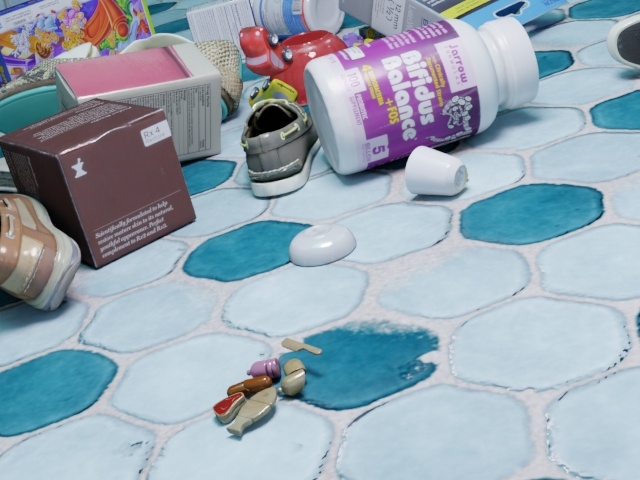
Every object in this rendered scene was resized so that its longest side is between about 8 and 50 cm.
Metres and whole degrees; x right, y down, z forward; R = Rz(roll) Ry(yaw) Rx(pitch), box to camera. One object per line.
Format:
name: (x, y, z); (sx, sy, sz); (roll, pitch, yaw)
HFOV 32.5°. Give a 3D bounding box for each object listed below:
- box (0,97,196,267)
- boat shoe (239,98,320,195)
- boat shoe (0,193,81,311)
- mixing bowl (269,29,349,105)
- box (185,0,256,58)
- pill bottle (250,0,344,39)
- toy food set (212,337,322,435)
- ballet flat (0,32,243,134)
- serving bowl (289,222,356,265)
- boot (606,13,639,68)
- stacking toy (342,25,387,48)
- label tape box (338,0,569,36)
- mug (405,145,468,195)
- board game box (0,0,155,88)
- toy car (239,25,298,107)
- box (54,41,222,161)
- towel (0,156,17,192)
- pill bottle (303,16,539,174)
box: (-0.310, -0.086, 1.522); (0.168, 0.167, 0.203); (-28, 27, -30)
boat shoe: (-0.061, -0.162, 1.641); (0.109, 0.091, 0.305); (-12, 23, 7)
boat shoe: (-0.419, -0.006, 1.418); (0.116, 0.123, 0.324); (23, -2, -36)
mixing bowl: (-0.017, -0.314, 1.957); (0.182, 0.098, 0.181); (-13, 23, 6)
box: (-0.203, -0.444, 2.327); (0.137, 0.126, 0.072); (-14, 21, -1)
pill bottle: (-0.066, -0.495, 2.364); (0.222, 0.124, 0.124); (9, 32, 43)
toy food set: (-0.054, 0.141, 1.045); (0.122, 0.019, 0.078); (-38, 31, -29)
ballet flat: (-0.363, -0.288, 1.990); (0.483, 0.164, 0.182); (-4, 56, 15)
serving bowl: (0.000, 0.000, 1.319); (0.083, 0.027, 0.083); (-13, 22, 5)
boot: (0.533, -0.321, 1.667); (0.244, 0.088, 0.176); (-8, 22, -5)
stacking toy: (0.097, -0.389, 2.126); (0.221, 0.052, 0.167); (-27, 28, -31)
label tape box: (0.241, -0.440, 2.034); (0.249, 0.115, 0.348); (-31, 55, -33)
mug: (0.154, -0.088, 1.391); (0.064, 0.062, 0.078); (14, 42, 35)
board game box: (-0.504, -0.396, 2.260); (0.347, 0.233, 0.078); (-31, 28, -33)
toy car: (-0.021, -0.242, 1.775); (0.225, 0.239, 0.053); (14, 67, 7)
box: (-0.284, -0.206, 1.725); (0.232, 0.148, 0.127); (-14, 39, -24)
towel: (-0.425, -0.135, 1.857); (0.282, 0.049, 0.187); (4, 28, 39)
pill bottle: (0.142, -0.211, 1.535); (0.302, 0.169, 0.169); (-19, 23, -7)
